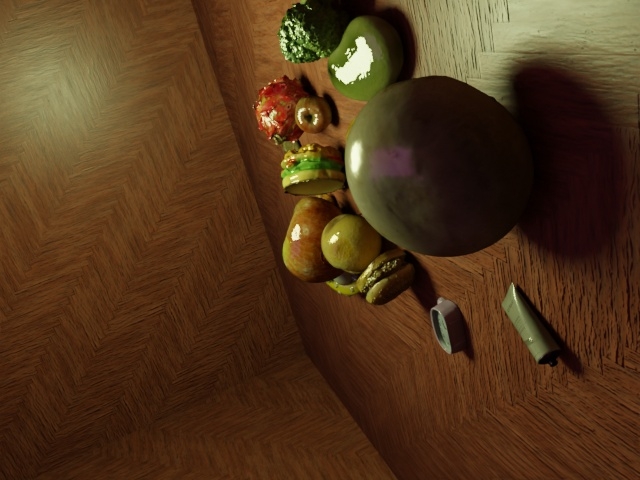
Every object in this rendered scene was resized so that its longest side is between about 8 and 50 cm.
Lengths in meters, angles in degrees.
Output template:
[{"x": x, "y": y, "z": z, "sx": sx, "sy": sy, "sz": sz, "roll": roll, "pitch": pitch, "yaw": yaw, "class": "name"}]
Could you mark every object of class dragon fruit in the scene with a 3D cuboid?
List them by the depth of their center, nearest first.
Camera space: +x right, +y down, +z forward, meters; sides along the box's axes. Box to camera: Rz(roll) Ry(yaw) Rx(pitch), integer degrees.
[{"x": -0.124, "y": -0.434, "z": 1.998, "sx": 0.210, "sy": 0.205, "sz": 0.268, "roll": 43, "pitch": -139, "yaw": -40, "class": "dragon fruit"}]

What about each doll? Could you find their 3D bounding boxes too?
[{"x": 0.086, "y": 0.120, "z": 2.292, "sx": 0.237, "sy": 0.111, "sz": 0.252, "roll": 21, "pitch": 137, "yaw": 43, "class": "doll"}]

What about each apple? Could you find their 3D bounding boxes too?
[{"x": -0.021, "y": -0.408, "z": 1.878, "sx": 0.102, "sy": 0.126, "sz": 0.125, "roll": -54, "pitch": -49, "yaw": -58, "class": "apple"}, {"x": 0.000, "y": 0.000, "z": 2.088, "sx": 0.277, "sy": 0.250, "sz": 0.309, "roll": -75, "pitch": 0, "yaw": -51, "class": "apple"}]

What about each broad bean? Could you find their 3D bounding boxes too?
[{"x": 0.106, "y": -0.426, "z": 1.384, "sx": 0.188, "sy": 0.121, "sz": 0.263, "roll": 64, "pitch": 164, "yaw": -2, "class": "broad bean"}]

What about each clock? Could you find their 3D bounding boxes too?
[{"x": 0.351, "y": 0.237, "z": 1.620, "sx": 0.110, "sy": 0.050, "sz": 0.152, "roll": 39, "pitch": 148, "yaw": 63, "class": "clock"}]

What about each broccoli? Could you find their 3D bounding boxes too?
[{"x": 0.000, "y": -0.596, "z": 1.506, "sx": 0.254, "sy": 0.186, "sz": 0.301, "roll": 113, "pitch": 176, "yaw": -75, "class": "broccoli"}]

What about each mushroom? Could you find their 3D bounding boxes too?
[{"x": 0.232, "y": -0.148, "z": 1.120, "sx": 0.363, "sy": 0.294, "sz": 0.362, "roll": 20, "pitch": 133, "yaw": 22, "class": "mushroom"}]

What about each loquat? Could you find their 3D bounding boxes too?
[{"x": 0.101, "y": 0.002, "z": 1.875, "sx": 0.213, "sy": 0.213, "sz": 0.213, "roll": 59, "pitch": 164, "yaw": 30, "class": "loquat"}]

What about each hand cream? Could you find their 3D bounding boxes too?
[{"x": 0.442, "y": 0.184, "z": 1.223, "sx": 0.087, "sy": 0.054, "sz": 0.186, "roll": 92, "pitch": 159, "yaw": -48, "class": "hand cream"}]

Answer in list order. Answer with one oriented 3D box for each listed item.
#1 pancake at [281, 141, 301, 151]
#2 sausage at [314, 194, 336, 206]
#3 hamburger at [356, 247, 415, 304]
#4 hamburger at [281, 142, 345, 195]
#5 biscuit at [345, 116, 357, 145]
[{"x": -0.106, "y": -0.337, "z": 2.469, "sx": 0.286, "sy": 0.033, "sz": 0.288, "roll": 54, "pitch": 161, "yaw": 41, "class": "pancake"}, {"x": 0.028, "y": -0.075, "z": 2.251, "sx": 0.098, "sy": 0.098, "sz": 0.238, "roll": -135, "pitch": 28, "yaw": -57, "class": "sausage"}, {"x": 0.203, "y": 0.110, "z": 1.733, "sx": 0.118, "sy": 0.182, "sz": 0.191, "roll": 45, "pitch": 150, "yaw": 19, "class": "hamburger"}, {"x": -0.029, "y": -0.245, "z": 1.959, "sx": 0.237, "sy": 0.237, "sz": 0.148, "roll": 144, "pitch": 122, "yaw": -75, "class": "hamburger"}, {"x": 0.146, "y": -0.206, "z": 1.629, "sx": 0.274, "sy": 0.091, "sz": 0.213, "roll": 62, "pitch": 163, "yaw": 13, "class": "biscuit"}]
